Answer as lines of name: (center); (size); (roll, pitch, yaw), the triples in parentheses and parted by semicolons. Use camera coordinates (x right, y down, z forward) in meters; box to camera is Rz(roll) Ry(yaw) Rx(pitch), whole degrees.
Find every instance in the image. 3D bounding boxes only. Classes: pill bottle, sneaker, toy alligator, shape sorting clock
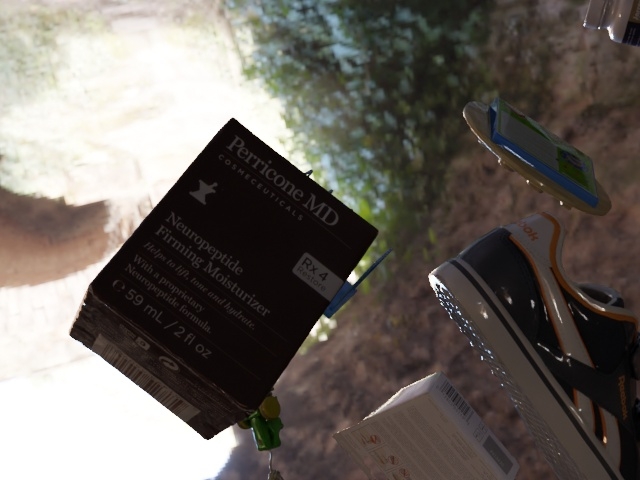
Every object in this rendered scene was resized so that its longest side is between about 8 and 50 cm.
pill bottle: (0.469, -0.323, 1.496); (0.169, 0.094, 0.094); (14, -166, 11)
sneaker: (0.229, 0.121, 0.904); (0.127, 0.321, 0.126); (-36, -161, -7)
toy alligator: (-0.070, 0.221, 1.314); (0.056, 0.189, 0.051); (-27, 170, 36)
shape sorting clock: (0.252, -0.095, 1.221); (0.040, 0.206, 0.206); (-55, 166, 28)

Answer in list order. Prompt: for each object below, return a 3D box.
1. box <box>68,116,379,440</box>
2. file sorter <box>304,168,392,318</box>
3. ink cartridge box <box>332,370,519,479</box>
box: (-0.090, 0.040, 0.924); (0.203, 0.168, 0.167); (-54, -176, -25)
file sorter: (0.000, 0.000, 1.439); (0.104, 0.170, 0.118); (-47, 176, 23)
ink cartridge box: (0.149, 0.303, 1.516); (0.225, 0.181, 0.056); (-34, -172, 47)
